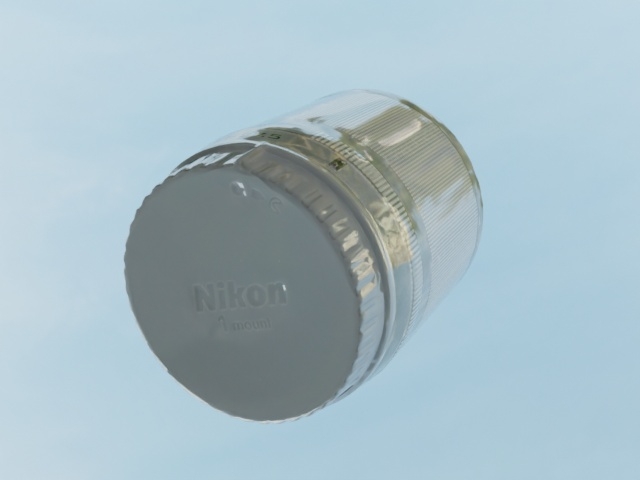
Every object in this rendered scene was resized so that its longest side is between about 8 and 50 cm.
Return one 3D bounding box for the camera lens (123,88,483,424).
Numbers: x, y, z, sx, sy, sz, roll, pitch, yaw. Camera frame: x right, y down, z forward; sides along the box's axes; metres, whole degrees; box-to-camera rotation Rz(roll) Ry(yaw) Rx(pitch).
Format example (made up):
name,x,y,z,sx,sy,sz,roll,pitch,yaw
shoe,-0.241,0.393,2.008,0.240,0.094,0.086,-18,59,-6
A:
name,x,y,z,sx,sy,sz,roll,pitch,yaw
camera lens,0.000,0.000,0.719,0.219,0.219,0.274,23,-153,19
